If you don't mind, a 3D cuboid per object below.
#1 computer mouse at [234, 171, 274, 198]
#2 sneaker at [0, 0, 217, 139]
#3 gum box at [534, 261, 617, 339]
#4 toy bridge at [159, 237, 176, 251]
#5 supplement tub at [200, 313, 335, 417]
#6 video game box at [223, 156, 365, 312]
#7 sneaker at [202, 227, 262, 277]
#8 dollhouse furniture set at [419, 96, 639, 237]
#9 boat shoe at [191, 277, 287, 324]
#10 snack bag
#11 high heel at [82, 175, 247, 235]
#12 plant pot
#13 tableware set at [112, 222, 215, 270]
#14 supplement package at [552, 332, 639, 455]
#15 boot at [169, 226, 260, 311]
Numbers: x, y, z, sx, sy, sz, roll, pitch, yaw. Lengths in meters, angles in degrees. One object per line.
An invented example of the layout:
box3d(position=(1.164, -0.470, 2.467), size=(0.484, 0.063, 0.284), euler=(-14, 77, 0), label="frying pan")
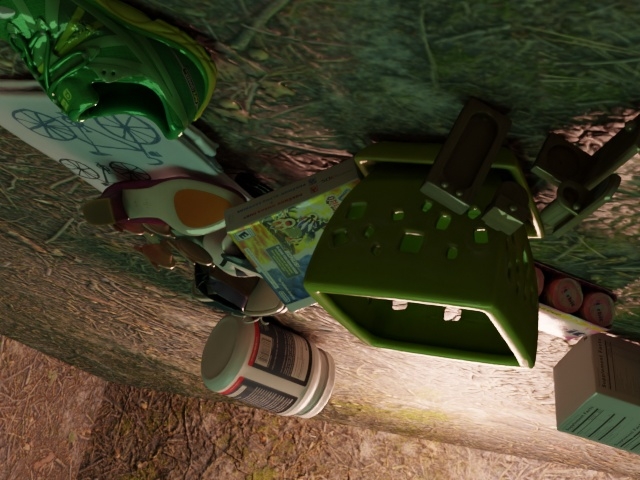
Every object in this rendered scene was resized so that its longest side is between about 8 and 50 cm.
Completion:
box3d(position=(-0.034, -0.038, 1.319), size=(0.071, 0.041, 0.242), euler=(6, 155, 46), label="computer mouse")
box3d(position=(-0.252, -0.191, 0.902), size=(0.295, 0.124, 0.109), euler=(20, 161, -13), label="sneaker")
box3d(position=(0.340, 0.090, 1.342), size=(0.188, 0.062, 0.107), euler=(21, 161, -16), label="gum box")
box3d(position=(-0.203, 0.038, 1.603), size=(0.188, 0.063, 0.026), euler=(29, 157, -31), label="toy bridge")
box3d(position=(-0.121, 0.292, 2.065), size=(0.272, 0.191, 0.191), euler=(26, 158, -29), label="supplement tub")
box3d(position=(0.000, 0.000, 1.192), size=(0.187, 0.048, 0.205), euler=(-24, 137, 10), label="video game box")
box3d(position=(-0.120, 0.000, 1.368), size=(0.235, 0.094, 0.153), euler=(29, 166, 39), label="sneaker")
box3d(position=(0.208, -0.087, 0.860), size=(0.151, 0.144, 0.123), euler=(31, 155, -2), label="dollhouse furniture set")
box3d(position=(-0.143, 0.108, 1.711), size=(0.254, 0.095, 0.079), euler=(-1, 154, 41), label="boat shoe")
box3d(position=(-0.266, -0.122, 1.230), size=(0.323, 0.037, 0.342), euler=(5, 158, 34), label="snack bag")
box3d(position=(-0.200, -0.054, 1.242), size=(0.244, 0.082, 0.117), euler=(-7, -167, 20), label="high heel")
box3d(position=(0.140, 0.011, 1.049), size=(0.227, 0.207, 0.228), euler=(6, 159, 27), label="plant pot")
box3d(position=(-0.244, -0.002, 1.349), size=(0.141, 0.020, 0.168), euler=(41, -162, 22), label="tableware set")
box3d(position=(0.543, 0.273, 1.539), size=(0.244, 0.139, 0.134), euler=(18, 136, -8), label="supplement package")
box3d(position=(-0.190, 0.042, 1.538), size=(0.219, 0.106, 0.082), euler=(28, 157, -34), label="boot")
